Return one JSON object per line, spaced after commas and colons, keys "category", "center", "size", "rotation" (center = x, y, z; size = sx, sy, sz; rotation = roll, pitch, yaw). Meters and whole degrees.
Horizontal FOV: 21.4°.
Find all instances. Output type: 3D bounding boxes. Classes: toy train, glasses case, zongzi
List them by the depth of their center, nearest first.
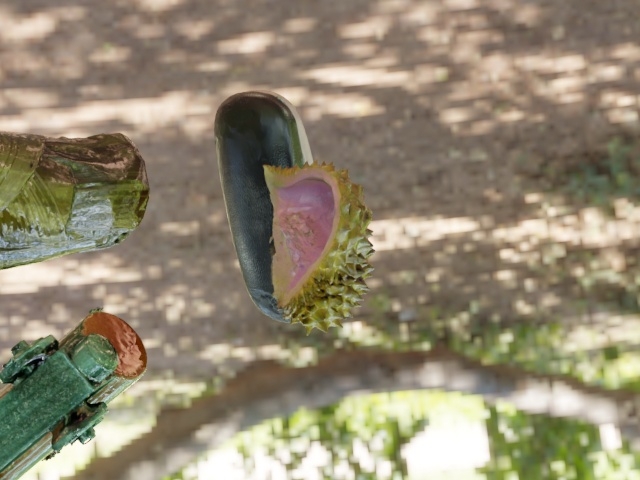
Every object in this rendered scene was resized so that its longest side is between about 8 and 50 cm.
{"category": "toy train", "center": [-0.290, 0.178, 1.677], "size": [0.285, 0.116, 0.177], "rotation": [-41, 179, 21]}
{"category": "zongzi", "center": [-0.301, -0.070, 1.696], "size": [0.286, 0.134, 0.288], "rotation": [-13, 159, -19]}
{"category": "glasses case", "center": [-0.059, -0.040, 2.162], "size": [0.122, 0.314, 0.075], "rotation": [1, -158, 33]}

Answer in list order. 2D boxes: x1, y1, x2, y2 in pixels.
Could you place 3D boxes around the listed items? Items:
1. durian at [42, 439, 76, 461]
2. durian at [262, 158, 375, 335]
{"category": "durian", "center": [-0.343, 0.232, 2.233], "size": [0.071, 0.110, 0.140], "rotation": [-13, 173, 32]}
{"category": "durian", "center": [0.000, -0.001, 1.973], "size": [0.132, 0.165, 0.182], "rotation": [-13, -150, 4]}
